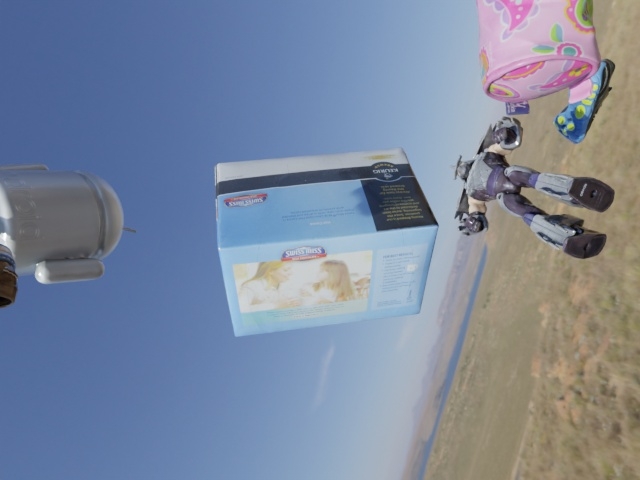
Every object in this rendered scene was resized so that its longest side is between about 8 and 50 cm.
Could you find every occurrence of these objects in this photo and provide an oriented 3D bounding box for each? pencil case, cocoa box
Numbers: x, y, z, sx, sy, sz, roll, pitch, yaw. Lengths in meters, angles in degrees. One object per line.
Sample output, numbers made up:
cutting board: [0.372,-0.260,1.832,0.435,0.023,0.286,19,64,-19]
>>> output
pencil case: [0.230,-0.290,0.536,0.124,0.124,0.284,21,-112,-74]
cocoa box: [0.000,0.000,0.895,0.228,0.347,0.231,-103,9,-45]

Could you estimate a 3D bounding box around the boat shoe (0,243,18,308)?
boat shoe: [-0.361,0.048,0.425,0.183,0.066,0.066,-15,-32,-35]

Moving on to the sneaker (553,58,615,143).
sneaker: [0.469,-0.239,0.880,0.078,0.067,0.188,-35,-27,-8]

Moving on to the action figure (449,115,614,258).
action figure: [0.273,-0.079,0.720,0.285,0.099,0.185,-135,48,-59]

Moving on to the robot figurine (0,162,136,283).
robot figurine: [-0.544,-0.037,0.985,0.200,0.300,0.353,-43,-16,30]
